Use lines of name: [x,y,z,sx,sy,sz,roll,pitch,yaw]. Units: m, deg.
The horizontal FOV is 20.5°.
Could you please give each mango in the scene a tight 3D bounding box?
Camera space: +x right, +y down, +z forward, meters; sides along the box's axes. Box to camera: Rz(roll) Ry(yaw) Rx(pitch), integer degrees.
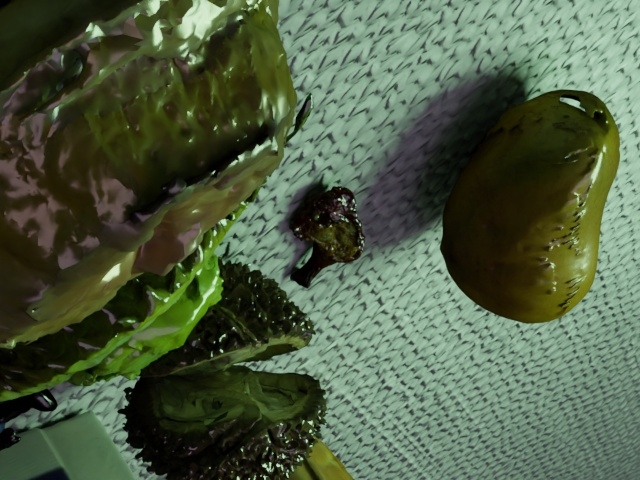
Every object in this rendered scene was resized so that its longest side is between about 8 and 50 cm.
mango: [0.181,-0.025,1.487,0.151,0.156,0.248,-22,156,-27]

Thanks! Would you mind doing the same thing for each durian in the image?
durian: [-0.139,0.034,1.225,0.375,0.106,0.132,-34,158,6]
durian: [-0.088,0.105,1.367,0.167,0.196,0.196,6,134,-45]

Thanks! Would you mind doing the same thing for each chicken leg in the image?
chicken leg: [0.005,-0.001,1.446,0.062,0.037,0.145,-10,152,-5]

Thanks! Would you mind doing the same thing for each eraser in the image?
eraser: [-0.279,0.243,1.404,0.279,0.124,0.081,-18,152,-35]

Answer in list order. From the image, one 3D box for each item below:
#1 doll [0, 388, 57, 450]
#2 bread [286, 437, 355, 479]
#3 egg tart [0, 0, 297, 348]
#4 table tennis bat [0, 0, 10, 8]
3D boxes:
doll: [-0.278,0.166,1.310,0.195,0.096,0.070,-46,123,4]
bread: [-0.013,0.291,1.716,0.136,0.241,0.107,-43,154,16]
egg tart: [-0.127,-0.048,0.959,0.352,0.150,0.352,-41,175,-4]
table tennis bat: [-0.225,-0.117,0.932,0.156,0.013,0.087,-34,158,-8]
